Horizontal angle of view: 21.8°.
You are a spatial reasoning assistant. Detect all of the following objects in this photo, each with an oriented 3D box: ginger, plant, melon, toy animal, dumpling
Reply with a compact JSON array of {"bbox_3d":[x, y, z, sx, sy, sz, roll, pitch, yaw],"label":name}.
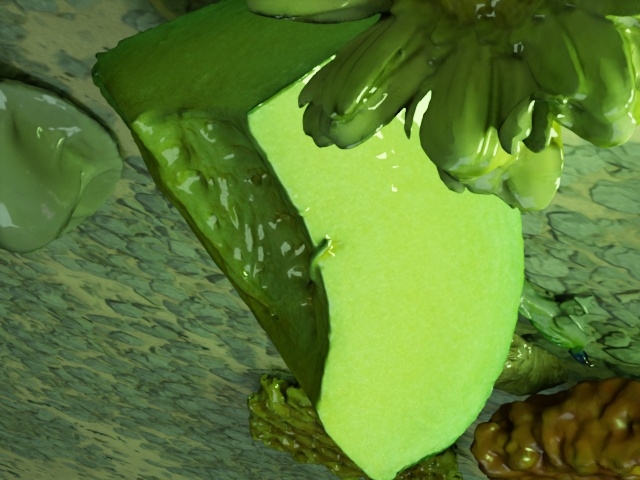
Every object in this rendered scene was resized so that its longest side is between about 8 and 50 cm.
[{"bbox_3d":[0.153,0.117,1.750,0.213,0.074,0.137,18,177,13],"label":"ginger"},{"bbox_3d":[0.123,-0.187,0.934,0.306,0.297,0.261,55,150,33],"label":"plant"},{"bbox_3d":[0.000,0.000,1.259,0.331,0.226,0.343,-9,125,30],"label":"melon"},{"bbox_3d":[0.215,0.059,1.601,0.075,0.041,0.217,-2,147,46],"label":"toy animal"},{"bbox_3d":[-0.279,-0.073,1.617,0.173,0.142,0.247,-20,144,4],"label":"dumpling"}]

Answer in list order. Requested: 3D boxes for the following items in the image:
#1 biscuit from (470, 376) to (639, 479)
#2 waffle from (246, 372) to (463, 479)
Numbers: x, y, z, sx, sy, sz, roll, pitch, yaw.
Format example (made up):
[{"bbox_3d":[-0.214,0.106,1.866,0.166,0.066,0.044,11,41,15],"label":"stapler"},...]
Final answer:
[{"bbox_3d":[0.335,0.220,1.736,0.312,0.110,0.318,18,161,-38],"label":"biscuit"},{"bbox_3d":[0.046,0.266,2.226,0.302,0.068,0.325,16,161,9],"label":"waffle"}]
